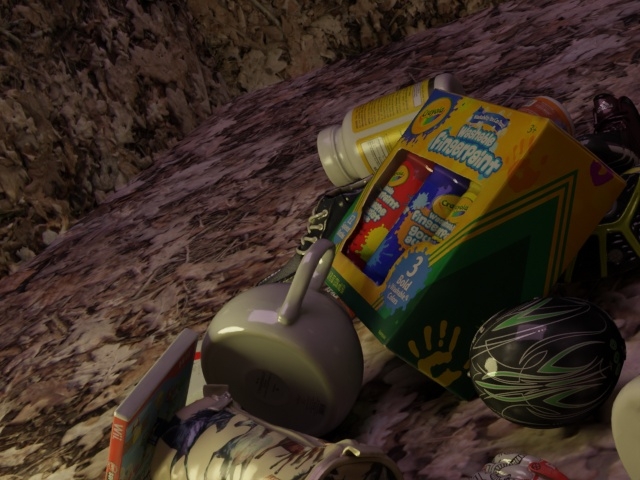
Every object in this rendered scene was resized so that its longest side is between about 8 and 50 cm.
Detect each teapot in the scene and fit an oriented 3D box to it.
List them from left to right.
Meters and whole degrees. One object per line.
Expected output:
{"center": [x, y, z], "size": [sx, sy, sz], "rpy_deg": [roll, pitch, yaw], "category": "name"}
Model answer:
{"center": [-0.038, 0.146, 1.586], "size": [0.256, 0.253, 0.187], "rpy_deg": [-19, 26, 38], "category": "teapot"}

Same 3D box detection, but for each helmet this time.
{"center": [0.267, 0.147, 1.318], "size": [0.161, 0.170, 0.169], "rpy_deg": [-20, 9, -42], "category": "helmet"}

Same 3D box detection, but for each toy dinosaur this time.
{"center": [0.335, 0.092, 1.582], "size": [0.090, 0.047, 0.082], "rpy_deg": [-35, -5, 13], "category": "toy dinosaur"}

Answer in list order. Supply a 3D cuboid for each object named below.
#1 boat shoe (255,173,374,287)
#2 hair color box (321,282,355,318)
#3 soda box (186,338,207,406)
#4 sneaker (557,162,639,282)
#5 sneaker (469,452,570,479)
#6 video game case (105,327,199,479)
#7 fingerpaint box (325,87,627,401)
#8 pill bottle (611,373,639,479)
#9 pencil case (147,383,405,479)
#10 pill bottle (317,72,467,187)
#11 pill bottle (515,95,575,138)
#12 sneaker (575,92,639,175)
{"center": [0.000, 0.000, 2.101], "size": [0.340, 0.158, 0.127], "rpy_deg": [-26, 18, -1], "category": "boat shoe"}
{"center": [0.046, 0.094, 1.949], "size": [0.167, 0.053, 0.093], "rpy_deg": [-35, 19, -29], "category": "hair color box"}
{"center": [-0.199, 0.242, 1.839], "size": [0.069, 0.074, 0.216], "rpy_deg": [-26, 18, 2], "category": "soda box"}
{"center": [0.484, -0.041, 1.644], "size": [0.384, 0.145, 0.147], "rpy_deg": [-27, -14, 1], "category": "sneaker"}
{"center": [0.215, 0.292, 1.100], "size": [0.145, 0.090, 0.270], "rpy_deg": [-35, 17, -18], "category": "sneaker"}
{"center": [-0.240, 0.285, 1.517], "size": [0.025, 0.285, 0.204], "rpy_deg": [21, 34, 11], "category": "video game case"}
{"center": [0.192, -0.020, 1.650], "size": [0.371, 0.163, 0.445], "rpy_deg": [-54, 19, 3], "category": "fingerpaint box"}
{"center": [0.480, 0.117, 1.004], "size": [0.392, 0.224, 0.224], "rpy_deg": [-33, 19, -19], "category": "pill bottle"}
{"center": [-0.061, 0.291, 1.331], "size": [0.159, 0.184, 0.410], "rpy_deg": [-3, 3, -33], "category": "pencil case"}
{"center": [0.170, -0.236, 2.478], "size": [0.333, 0.188, 0.188], "rpy_deg": [-18, 20, 23], "category": "pill bottle"}
{"center": [0.382, -0.182, 2.144], "size": [0.216, 0.121, 0.121], "rpy_deg": [-35, 19, -22], "category": "pill bottle"}
{"center": [0.447, -0.167, 1.748], "size": [0.106, 0.163, 0.281], "rpy_deg": [-22, -20, 31], "category": "sneaker"}
